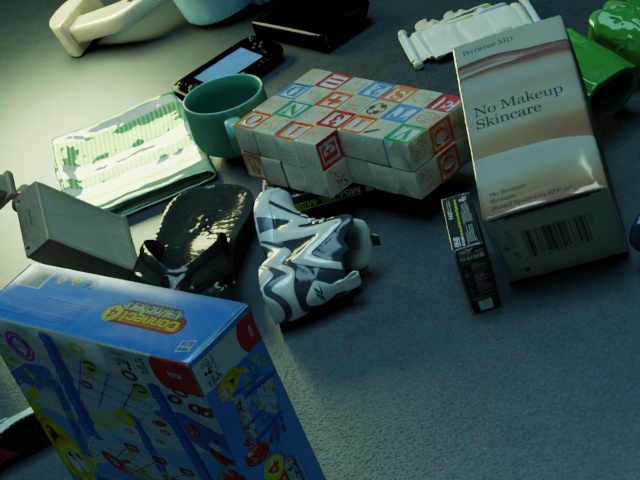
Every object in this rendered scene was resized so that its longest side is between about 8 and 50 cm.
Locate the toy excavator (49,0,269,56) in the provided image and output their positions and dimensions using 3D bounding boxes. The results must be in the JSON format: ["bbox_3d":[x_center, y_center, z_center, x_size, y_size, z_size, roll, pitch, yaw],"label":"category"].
[{"bbox_3d":[-0.283,-0.512,2.633,0.445,0.222,0.433,-42,34,-17],"label":"toy excavator"}]

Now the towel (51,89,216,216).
[{"bbox_3d":[-0.315,-0.133,2.179,0.248,0.038,0.325,-23,31,-4],"label":"towel"}]

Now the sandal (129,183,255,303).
[{"bbox_3d":[-0.180,0.029,1.749,0.168,0.107,0.445,-7,32,6],"label":"sandal"}]

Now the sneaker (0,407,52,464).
[{"bbox_3d":[-0.384,0.230,1.620,0.161,0.057,0.075,-31,37,-11],"label":"sneaker"}]

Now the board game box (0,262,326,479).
[{"bbox_3d":[-0.153,0.181,1.313,0.308,0.302,0.086,8,41,41],"label":"board game box"}]

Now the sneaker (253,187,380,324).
[{"bbox_3d":[0.000,0.000,1.717,0.153,0.094,0.235,-15,31,7],"label":"sneaker"}]

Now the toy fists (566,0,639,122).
[{"bbox_3d":[0.398,-0.252,1.852,0.279,0.096,0.142,-30,49,-25],"label":"toy fists"}]

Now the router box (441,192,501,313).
[{"bbox_3d":[0.177,0.013,1.584,0.038,0.092,0.122,-17,31,8],"label":"router box"}]

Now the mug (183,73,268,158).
[{"bbox_3d":[-0.144,-0.179,2.084,0.130,0.097,0.157,1,36,24],"label":"mug"}]

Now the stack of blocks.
[{"bbox_3d":[0.046,-0.139,1.832,0.297,0.087,0.171,17,45,43],"label":"stack of blocks"}]

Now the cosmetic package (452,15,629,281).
[{"bbox_3d":[0.261,-0.115,1.622,0.153,0.129,0.296,-17,47,13],"label":"cosmetic package"}]

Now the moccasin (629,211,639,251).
[{"bbox_3d":[0.451,-0.110,1.571,0.117,0.137,0.342,-1,35,39],"label":"moccasin"}]

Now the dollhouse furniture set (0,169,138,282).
[{"bbox_3d":[-0.430,0.098,1.869,0.355,0.174,0.303,-39,51,23],"label":"dollhouse furniture set"}]

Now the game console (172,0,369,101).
[{"bbox_3d":[-0.092,-0.336,2.364,0.361,0.044,0.213,-37,34,-25],"label":"game console"}]

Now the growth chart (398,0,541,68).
[{"bbox_3d":[0.242,-0.344,2.190,0.237,0.021,0.172,-15,30,10],"label":"growth chart"}]

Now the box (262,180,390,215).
[{"bbox_3d":[0.009,-0.106,1.930,0.184,0.045,0.190,-14,31,6],"label":"box"}]
